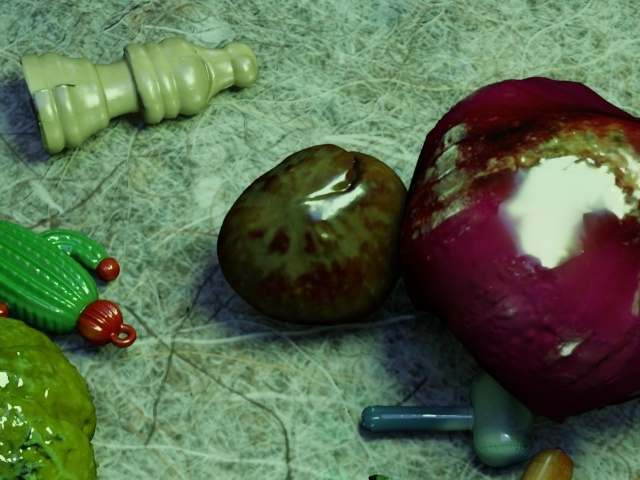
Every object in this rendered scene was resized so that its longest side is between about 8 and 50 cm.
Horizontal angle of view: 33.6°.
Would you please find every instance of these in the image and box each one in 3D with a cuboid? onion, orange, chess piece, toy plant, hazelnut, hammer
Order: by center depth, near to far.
[{"bbox_3d":[-0.390,0.207,1.117,0.301,0.223,0.300,-7,55,-4],"label":"orange"},{"bbox_3d":[0.299,-0.040,1.120,0.398,0.420,0.398,18,49,-22],"label":"onion"},{"bbox_3d":[0.143,0.200,1.213,0.193,0.069,0.116,-2,61,4],"label":"hammer"},{"bbox_3d":[0.000,0.000,1.237,0.234,0.218,0.218,-36,65,-2],"label":"hazelnut"},{"bbox_3d":[-0.327,0.047,1.286,0.240,0.088,0.155,11,45,-2],"label":"toy plant"},{"bbox_3d":[-0.236,-0.216,1.431,0.307,0.124,0.139,-15,24,-13],"label":"chess piece"}]

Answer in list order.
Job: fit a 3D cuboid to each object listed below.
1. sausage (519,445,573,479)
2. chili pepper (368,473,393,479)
[{"bbox_3d":[0.189,0.332,1.075,0.053,0.053,0.348,26,45,14],"label":"sausage"},{"bbox_3d":[-0.015,0.394,1.029,0.385,0.213,0.167,-41,99,6],"label":"chili pepper"}]
